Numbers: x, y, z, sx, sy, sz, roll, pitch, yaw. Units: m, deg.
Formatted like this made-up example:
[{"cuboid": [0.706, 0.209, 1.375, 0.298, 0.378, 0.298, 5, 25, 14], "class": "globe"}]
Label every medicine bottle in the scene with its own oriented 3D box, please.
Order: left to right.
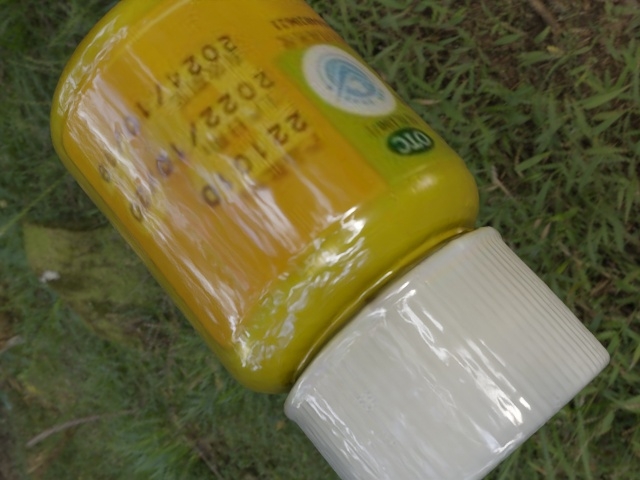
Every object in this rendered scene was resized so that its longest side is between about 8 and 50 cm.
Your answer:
[{"cuboid": [0.000, 0.000, 0.610, 0.384, 0.224, 0.224, 49, 131, 17], "class": "medicine bottle"}]
